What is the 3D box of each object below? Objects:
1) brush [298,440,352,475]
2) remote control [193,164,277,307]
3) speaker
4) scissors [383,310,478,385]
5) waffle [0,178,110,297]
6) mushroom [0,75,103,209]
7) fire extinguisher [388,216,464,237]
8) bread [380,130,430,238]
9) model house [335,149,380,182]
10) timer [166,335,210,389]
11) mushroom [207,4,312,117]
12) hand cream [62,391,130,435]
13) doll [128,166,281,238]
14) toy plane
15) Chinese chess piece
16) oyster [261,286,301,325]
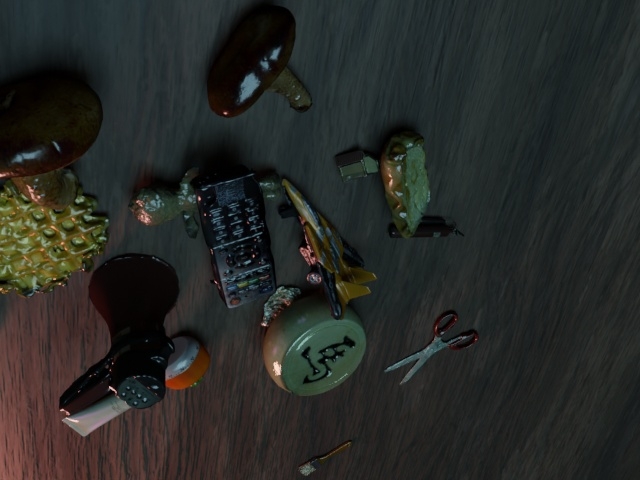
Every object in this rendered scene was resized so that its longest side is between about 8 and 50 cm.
[{"bbox_3d":[0.017,0.601,2.132,0.170,0.014,0.043,-32,128,7],"label":"brush"},{"bbox_3d":[-0.174,-0.001,1.577,0.144,0.062,0.399,-17,143,-11],"label":"remote control"},{"bbox_3d":[-0.418,0.203,1.557,0.259,0.329,0.198,-11,126,0],"label":"speaker"},{"bbox_3d":[0.281,0.287,1.988,0.247,0.017,0.144,-39,124,14],"label":"scissors"},{"bbox_3d":[-0.563,0.002,1.526,0.262,0.060,0.280,18,114,-23],"label":"waffle"},{"bbox_3d":[-0.488,-0.166,1.315,0.267,0.267,0.254,-42,116,14],"label":"mushroom"},{"bbox_3d":[0.241,-0.029,1.752,0.173,0.035,0.049,-1,86,-15],"label":"fire extinguisher"},{"bbox_3d":[0.179,-0.125,1.629,0.128,0.088,0.232,-49,142,-32],"label":"bread"},{"bbox_3d":[0.080,-0.161,1.605,0.083,0.057,0.058,-14,102,18],"label":"model house"},{"bbox_3d":[-0.314,0.289,1.776,0.136,0.099,0.136,-7,138,-6],"label":"timer"},{"bbox_3d":[-0.079,-0.310,1.426,0.217,0.148,0.227,16,130,-45],"label":"mushroom"},{"bbox_3d":[-0.509,0.401,1.827,0.205,0.050,0.078,-31,126,11],"label":"hand cream"},{"bbox_3d":[-0.232,-0.095,1.539,0.286,0.091,0.202,-19,161,11],"label":"doll"},{"bbox_3d":[-0.010,0.004,1.654,0.103,0.204,0.316,-26,112,35],"label":"toy plane"},{"bbox_3d":[-0.012,0.246,1.791,0.250,0.101,0.250,-17,128,-23],"label":"Chinese chess piece"},{"bbox_3d":[-0.090,0.153,1.777,0.098,0.037,0.100,-6,125,-12],"label":"oyster"}]
